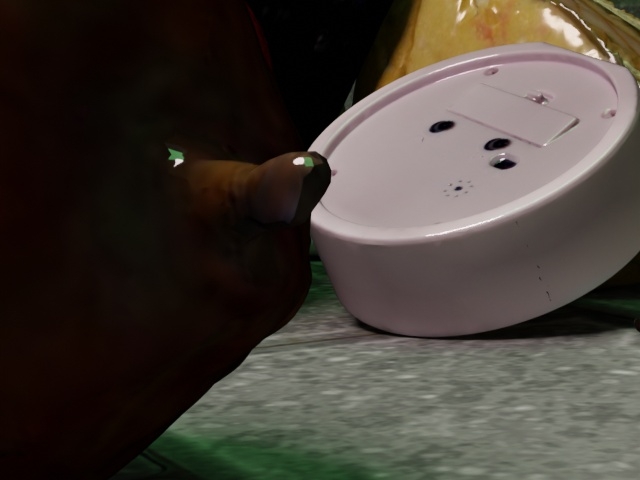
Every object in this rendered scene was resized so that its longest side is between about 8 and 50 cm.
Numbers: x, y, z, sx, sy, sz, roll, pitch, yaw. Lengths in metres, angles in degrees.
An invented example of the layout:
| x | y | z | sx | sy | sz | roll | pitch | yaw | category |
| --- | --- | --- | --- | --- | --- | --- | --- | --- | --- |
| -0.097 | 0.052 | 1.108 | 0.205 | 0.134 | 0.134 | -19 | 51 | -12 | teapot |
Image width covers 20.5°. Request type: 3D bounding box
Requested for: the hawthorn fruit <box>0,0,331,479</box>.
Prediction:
| x | y | z | sx | sy | sz | roll | pitch | yaw | category |
| --- | --- | --- | --- | --- | --- | --- | --- | --- | --- |
| -0.160 | -0.044 | 0.579 | 0.325 | 0.308 | 0.308 | 7 | 6 | -1 | hawthorn fruit |

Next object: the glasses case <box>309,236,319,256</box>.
| x | y | z | sx | sy | sz | roll | pitch | yaw | category |
| --- | --- | --- | --- | --- | --- | --- | --- | --- | --- |
| 0.000 | 0.000 | 1.352 | 0.032 | 0.021 | 0.083 | -5 | 6 | 0 | glasses case |

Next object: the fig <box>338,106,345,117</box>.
| x | y | z | sx | sy | sz | roll | pitch | yaw | category |
| --- | --- | --- | --- | --- | --- | --- | --- | --- | --- |
| -0.068 | -0.088 | 1.486 | 0.207 | 0.207 | 0.230 | 3 | -26 | 45 | fig |

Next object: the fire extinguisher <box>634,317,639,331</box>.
| x | y | z | sx | sy | sz | roll | pitch | yaw | category |
| --- | --- | --- | --- | --- | --- | --- | --- | --- | --- |
| 0.200 | 0.047 | 0.729 | 0.132 | 0.039 | 0.056 | 1 | -26 | 38 | fire extinguisher |

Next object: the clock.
| x | y | z | sx | sy | sz | roll | pitch | yaw | category |
| --- | --- | --- | --- | --- | --- | --- | --- | --- | --- |
| 0.088 | -0.032 | 0.980 | 0.197 | 0.068 | 0.197 | -16 | 30 | 10 | clock |

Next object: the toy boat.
| x | y | z | sx | sy | sz | roll | pitch | yaw | category |
| --- | --- | --- | --- | --- | --- | --- | --- | --- | --- |
| -0.045 | -0.110 | 1.194 | 0.134 | 0.298 | 0.092 | 30 | 16 | 3 | toy boat |

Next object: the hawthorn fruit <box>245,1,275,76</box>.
| x | y | z | sx | sy | sz | roll | pitch | yaw | category |
| --- | --- | --- | --- | --- | --- | --- | --- | --- | --- |
| -0.150 | -0.068 | 1.042 | 0.369 | 0.284 | 0.285 | 19 | -1 | -18 | hawthorn fruit |

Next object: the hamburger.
| x | y | z | sx | sy | sz | roll | pitch | yaw | category |
| --- | --- | --- | --- | --- | --- | --- | --- | --- | --- |
| 0.133 | -0.069 | 1.170 | 0.330 | 0.209 | 0.162 | 44 | 23 | 29 | hamburger |
